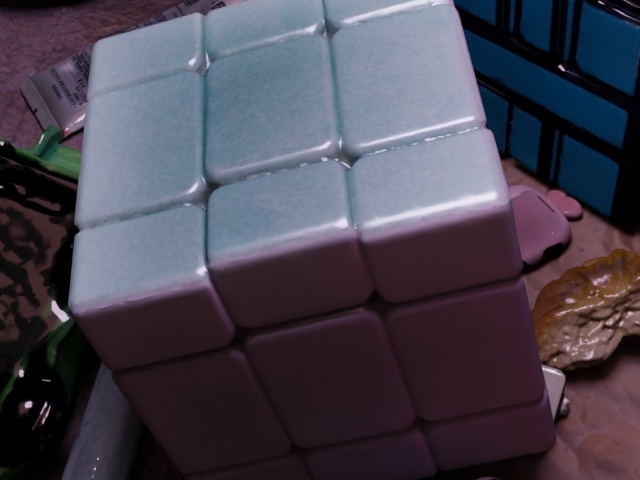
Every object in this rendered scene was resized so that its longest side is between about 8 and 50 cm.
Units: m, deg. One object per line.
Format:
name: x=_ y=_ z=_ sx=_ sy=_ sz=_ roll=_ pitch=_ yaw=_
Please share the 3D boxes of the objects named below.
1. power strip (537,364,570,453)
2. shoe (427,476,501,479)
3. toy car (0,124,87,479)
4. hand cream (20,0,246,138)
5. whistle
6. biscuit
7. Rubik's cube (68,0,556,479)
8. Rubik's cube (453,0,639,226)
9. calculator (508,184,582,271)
power strip: x=0.133 y=0.138 z=1.020 sx=0.192 sy=0.035 sz=0.081 roll=15 pitch=53 yaw=17
shoe: x=0.065 y=0.260 z=0.889 sx=0.207 sy=0.091 sz=0.106 roll=-29 pitch=14 yaw=-28
toy car: x=-0.288 y=0.046 z=1.037 sx=0.213 sy=0.176 sz=0.359 roll=19 pitch=77 yaw=6
hand cream: x=-0.198 y=-0.232 z=1.351 sx=0.340 sy=0.078 sz=0.124 roll=-30 pitch=54 yaw=-10
whistle: x=-0.191 y=0.180 z=0.993 sx=0.062 sy=0.062 sz=0.312 roll=5 pitch=50 yaw=9
biscuit: x=0.271 y=0.055 z=1.039 sx=0.183 sy=0.061 sz=0.118 roll=-23 pitch=38 yaw=9
Rubik's cube: x=0.000 y=0.000 z=0.927 sx=0.316 sy=0.319 sz=0.322 roll=-15 pitch=46 yaw=7
Rubik's cube: x=0.315 y=-0.236 z=1.159 sx=0.293 sy=0.283 sz=0.288 roll=-40 pitch=58 yaw=-22
calculator: x=0.200 y=-0.013 z=1.148 sx=0.166 sy=0.024 sz=0.103 roll=-26 pitch=52 yaw=-18
